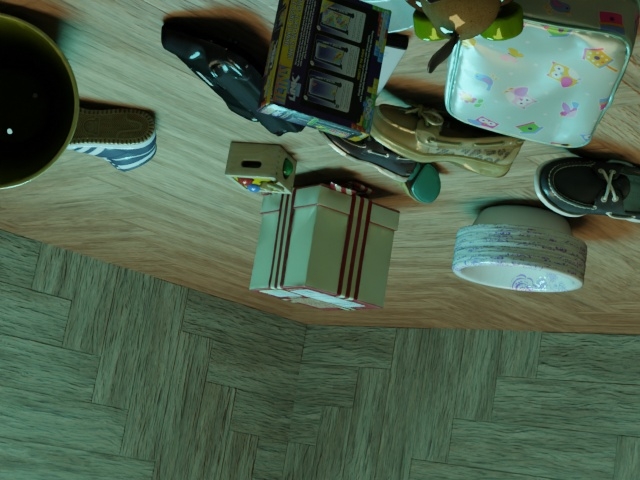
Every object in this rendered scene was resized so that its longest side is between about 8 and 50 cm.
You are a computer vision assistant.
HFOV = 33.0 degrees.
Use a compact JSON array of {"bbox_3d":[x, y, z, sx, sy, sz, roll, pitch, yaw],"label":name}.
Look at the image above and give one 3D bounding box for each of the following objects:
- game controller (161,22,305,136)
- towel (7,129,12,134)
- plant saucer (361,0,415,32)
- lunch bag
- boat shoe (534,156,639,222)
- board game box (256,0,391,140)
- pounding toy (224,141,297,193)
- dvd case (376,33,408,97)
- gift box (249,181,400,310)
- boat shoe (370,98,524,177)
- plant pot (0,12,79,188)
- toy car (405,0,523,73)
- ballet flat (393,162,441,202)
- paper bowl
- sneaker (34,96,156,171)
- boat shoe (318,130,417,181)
[{"bbox_3d":[-0.134,-0.257,1.732,0.166,0.067,0.319,32,176,24],"label":"game controller"},{"bbox_3d":[-0.706,-0.259,2.245,0.325,0.038,0.248,12,169,-21],"label":"towel"},{"bbox_3d":[0.043,-0.322,1.380,0.195,0.037,0.195,8,168,2],"label":"plant saucer"},{"bbox_3d":[0.266,-0.236,1.355,0.224,0.108,0.279,15,156,7],"label":"lunch bag"},{"bbox_3d":[0.515,-0.093,1.907,0.302,0.114,0.091,3,174,-29],"label":"boat shoe"},{"bbox_3d":[0.006,-0.225,1.357,0.141,0.170,0.048,15,168,-20],"label":"board game box"},{"bbox_3d":[-0.112,-0.135,2.195,0.141,0.100,0.130,5,167,19],"label":"pounding toy"},{"bbox_3d":[0.020,-0.274,1.649,0.180,0.022,0.253,11,168,-6],"label":"dvd case"},{"bbox_3d":[0.000,0.000,2.350,0.276,0.258,0.255,21,163,-38],"label":"gift box"},{"bbox_3d":[0.205,-0.184,1.785,0.285,0.104,0.089,10,131,-25],"label":"boat shoe"},{"bbox_3d":[-0.533,-0.228,1.811,0.275,0.275,0.293,11,-177,-9],"label":"plant pot"},{"bbox_3d":[0.132,-0.257,1.131,0.149,0.188,0.155,4,128,23],"label":"toy car"},{"bbox_3d":[0.167,-0.139,2.081,0.073,0.080,0.232,35,179,30],"label":"ballet flat"},{"bbox_3d":[0.435,0.015,2.348,0.284,0.148,0.284,9,167,2],"label":"paper bowl"},{"bbox_3d":[-0.460,-0.207,2.140,0.282,0.099,0.153,6,166,1],"label":"sneaker"},{"bbox_3d":[0.089,-0.171,1.900,0.206,0.075,0.065,23,119,-30],"label":"boat shoe"}]
